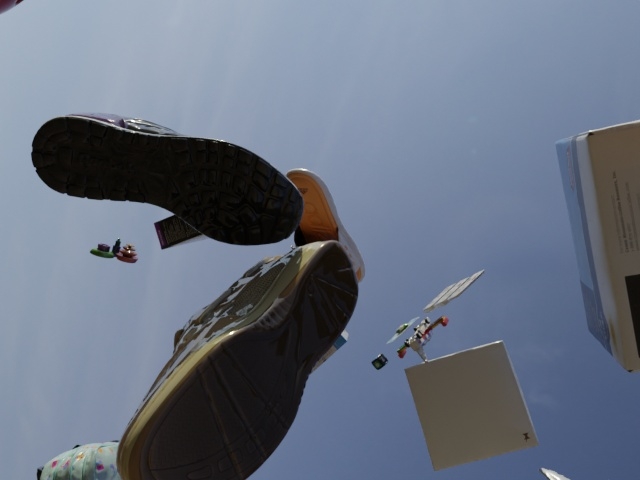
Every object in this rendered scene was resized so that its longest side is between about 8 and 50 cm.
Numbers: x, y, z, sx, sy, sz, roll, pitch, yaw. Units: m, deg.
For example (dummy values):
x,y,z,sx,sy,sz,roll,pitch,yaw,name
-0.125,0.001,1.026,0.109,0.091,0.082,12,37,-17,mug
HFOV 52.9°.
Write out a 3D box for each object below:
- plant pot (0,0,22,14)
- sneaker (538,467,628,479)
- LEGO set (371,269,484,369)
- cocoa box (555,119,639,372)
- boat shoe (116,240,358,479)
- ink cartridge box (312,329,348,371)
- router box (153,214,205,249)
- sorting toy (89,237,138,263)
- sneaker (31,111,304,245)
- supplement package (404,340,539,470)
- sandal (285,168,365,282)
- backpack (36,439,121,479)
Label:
x,y,z,sx,sy,sz,roll,pitch,yaw,name
-0.419,-0.337,0.729,0.191,0.191,0.174,-18,-137,47,plant pot
0.503,0.509,1.226,0.210,0.366,0.137,17,-93,14,sneaker
0.207,0.164,1.222,0.060,0.244,0.182,50,-19,4,LEGO set
0.518,-0.012,0.974,0.232,0.228,0.346,-11,-86,10,cocoa box
-0.079,0.114,0.614,0.110,0.341,0.121,-6,-67,33,boat shoe
-0.006,0.137,0.790,0.083,0.048,0.028,-43,-92,5,ink cartridge box
-0.137,-0.036,0.962,0.133,0.179,0.046,-17,-90,32,router box
-0.444,0.018,1.396,0.061,0.102,0.042,-153,-102,-73,sorting toy
-0.152,-0.085,0.710,0.124,0.284,0.107,-93,-158,-68,sneaker
0.308,0.325,1.302,0.200,0.263,0.197,-19,-104,12,supplement package
-0.009,-0.001,1.077,0.102,0.265,0.076,3,-132,32,sandal
-0.347,0.372,0.983,0.115,0.182,0.151,-25,-110,5,backpack
